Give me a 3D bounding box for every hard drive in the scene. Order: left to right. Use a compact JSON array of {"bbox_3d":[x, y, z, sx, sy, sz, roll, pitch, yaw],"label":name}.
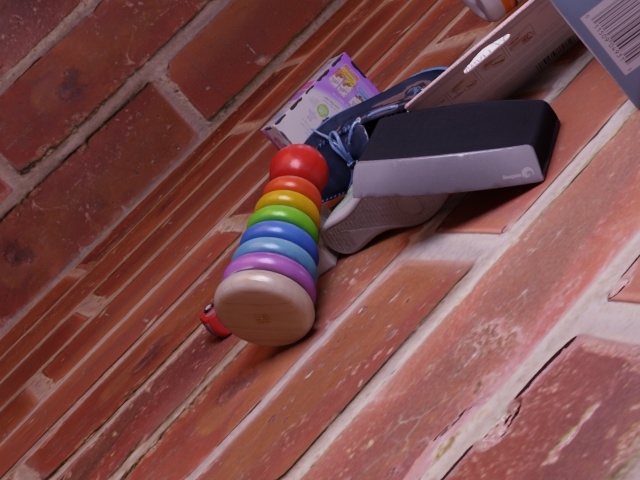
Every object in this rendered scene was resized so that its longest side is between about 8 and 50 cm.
[{"bbox_3d":[0.175,-0.123,1.621,0.254,0.054,0.172,-4,32,23],"label":"hard drive"}]

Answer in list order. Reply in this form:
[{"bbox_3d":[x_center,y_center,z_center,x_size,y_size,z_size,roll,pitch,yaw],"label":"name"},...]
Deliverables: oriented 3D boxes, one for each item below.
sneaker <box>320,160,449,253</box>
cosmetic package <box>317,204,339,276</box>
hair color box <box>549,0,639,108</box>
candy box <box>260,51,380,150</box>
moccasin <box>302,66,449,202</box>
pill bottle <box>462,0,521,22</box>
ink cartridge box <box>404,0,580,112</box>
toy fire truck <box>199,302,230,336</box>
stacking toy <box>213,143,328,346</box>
[{"bbox_3d":[0.106,-0.087,1.782,0.256,0.094,0.151,-28,27,49],"label":"sneaker"},{"bbox_3d":[0.000,0.000,1.891,0.041,0.060,0.115,-36,15,26],"label":"cosmetic package"},{"bbox_3d":[0.388,-0.333,1.600,0.113,0.185,0.374,-36,16,24],"label":"hair color box"},{"bbox_3d":[0.021,-0.205,2.193,0.196,0.165,0.070,-47,16,-19],"label":"candy box"},{"bbox_3d":[0.079,-0.167,2.008,0.342,0.138,0.117,-38,20,18],"label":"moccasin"},{"bbox_3d":[0.364,-0.570,2.058,0.392,0.224,0.224,-41,15,4],"label":"pill bottle"},{"bbox_3d":[0.240,-0.261,1.780,0.275,0.060,0.239,-40,-22,9],"label":"ink cartridge box"},{"bbox_3d":[-0.100,0.081,1.940,0.192,0.047,0.135,-45,17,-7],"label":"toy fire truck"},{"bbox_3d":[-0.048,-0.014,1.775,0.141,0.141,0.330,-30,32,38],"label":"stacking toy"}]
